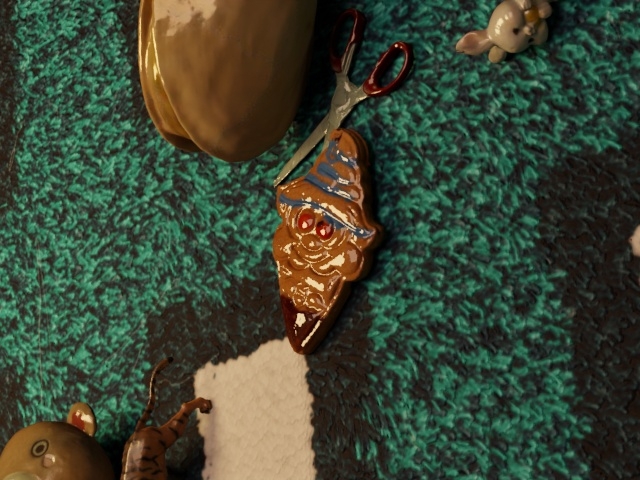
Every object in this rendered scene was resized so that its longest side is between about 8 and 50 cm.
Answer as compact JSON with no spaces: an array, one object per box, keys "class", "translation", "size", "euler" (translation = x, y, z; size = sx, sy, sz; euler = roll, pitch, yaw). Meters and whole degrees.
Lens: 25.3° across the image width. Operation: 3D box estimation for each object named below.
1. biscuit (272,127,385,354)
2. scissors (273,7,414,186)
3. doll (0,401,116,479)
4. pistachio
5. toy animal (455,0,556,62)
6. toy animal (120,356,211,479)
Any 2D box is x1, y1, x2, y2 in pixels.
[{"class":"biscuit","translation":[0.000,0.000,1.727],"size":[0.183,0.043,0.280],"euler":[17,92,47]},{"class":"scissors","translation":[0.019,-0.155,1.766],"size":[0.144,0.017,0.248],"euler":[42,111,41]},{"class":"doll","translation":[-0.334,0.385,1.868],"size":[0.235,0.174,0.330],"euler":[-44,49,28]},{"class":"pistachio","translation":[-0.117,-0.260,1.770],"size":[0.229,0.238,0.321],"euler":[22,115,50]},{"class":"toy animal","translation":[0.215,-0.249,1.562],"size":[0.085,0.071,0.124],"euler":[26,98,43]},{"class":"toy animal","translation":[-0.216,0.276,1.816],"size":[0.114,0.116,0.255],"euler":[-15,69,39]}]
